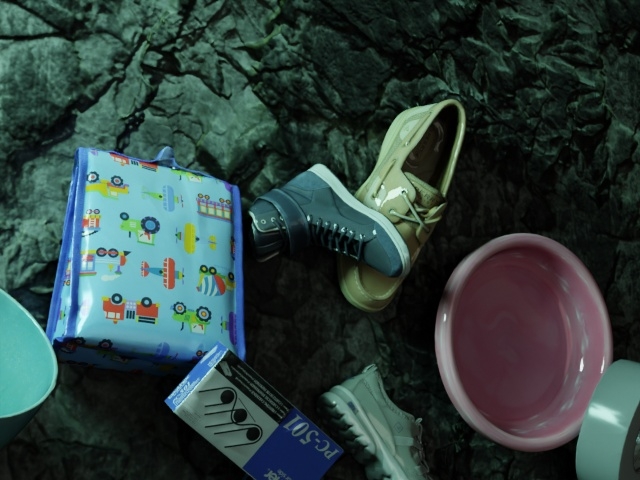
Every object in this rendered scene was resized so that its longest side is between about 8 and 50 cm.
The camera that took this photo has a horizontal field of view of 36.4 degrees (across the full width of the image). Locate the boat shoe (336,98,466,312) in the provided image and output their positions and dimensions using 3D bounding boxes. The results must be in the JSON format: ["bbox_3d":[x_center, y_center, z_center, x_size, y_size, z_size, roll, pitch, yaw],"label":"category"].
[{"bbox_3d":[0.121,-0.059,1.424,0.122,0.110,0.341,27,70,-23],"label":"boat shoe"}]

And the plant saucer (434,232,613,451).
[{"bbox_3d":[0.305,0.157,1.509,0.332,0.084,0.331,4,81,-27],"label":"plant saucer"}]

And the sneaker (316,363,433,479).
[{"bbox_3d":[0.119,0.301,1.372,0.115,0.105,0.281,-39,101,-27],"label":"sneaker"}]

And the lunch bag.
[{"bbox_3d":[-0.212,0.013,1.234,0.221,0.138,0.293,12,68,-24],"label":"lunch bag"}]

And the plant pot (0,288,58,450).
[{"bbox_3d":[-0.450,0.160,1.012,0.290,0.290,0.195,25,108,-23],"label":"plant pot"}]

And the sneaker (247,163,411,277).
[{"bbox_3d":[-0.001,0.001,1.317,0.163,0.086,0.226,-27,52,-30],"label":"sneaker"}]

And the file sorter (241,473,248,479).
[{"bbox_3d":[-0.040,0.388,1.272,0.170,0.104,0.118,43,66,-16],"label":"file sorter"}]

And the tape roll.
[{"bbox_3d":[0.483,0.300,1.534,0.219,0.072,0.219,-21,118,-47],"label":"tape roll"}]

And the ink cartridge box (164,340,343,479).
[{"bbox_3d":[-0.077,0.222,1.167,0.097,0.046,0.207,-48,113,-10],"label":"ink cartridge box"}]
